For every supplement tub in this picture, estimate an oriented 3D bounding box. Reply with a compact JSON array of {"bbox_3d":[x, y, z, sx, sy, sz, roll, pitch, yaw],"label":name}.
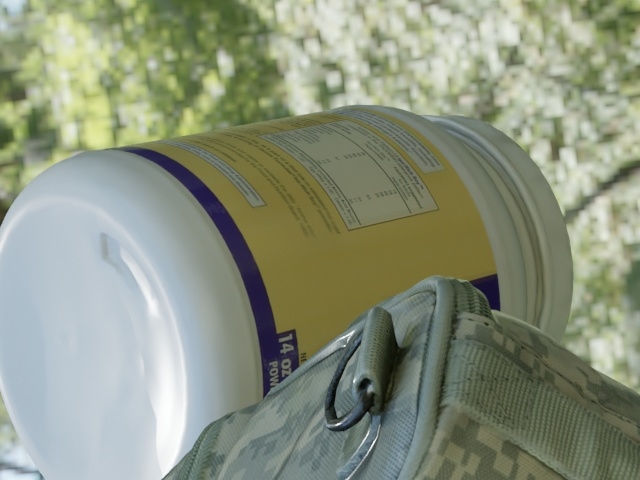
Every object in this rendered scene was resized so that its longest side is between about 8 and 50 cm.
[{"bbox_3d":[-0.019,0.040,1.228,0.331,0.241,0.241,-13,-81,-41],"label":"supplement tub"}]

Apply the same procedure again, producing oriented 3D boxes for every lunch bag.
[{"bbox_3d":[0.083,0.166,0.637,0.256,0.305,0.212,-46,18,42],"label":"lunch bag"}]
